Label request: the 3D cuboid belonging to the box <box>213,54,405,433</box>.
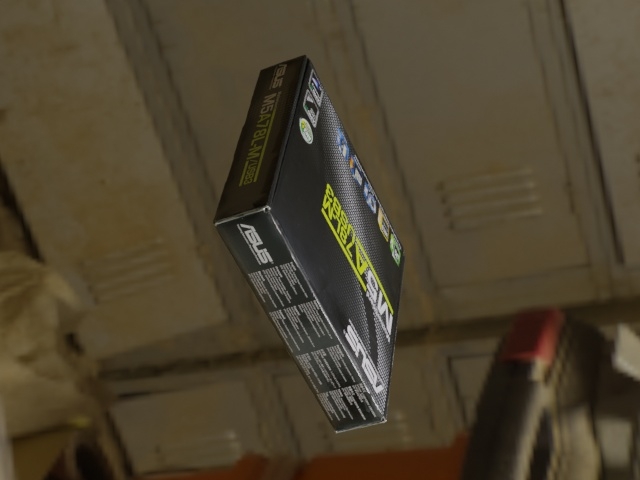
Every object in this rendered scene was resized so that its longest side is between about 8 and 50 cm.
[{"bbox_3d":[0.000,0.000,1.019,0.184,0.045,0.190,-81,149,-54],"label":"box"}]
